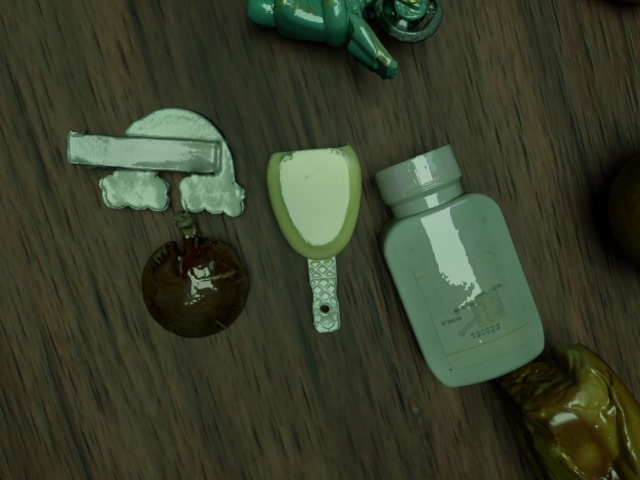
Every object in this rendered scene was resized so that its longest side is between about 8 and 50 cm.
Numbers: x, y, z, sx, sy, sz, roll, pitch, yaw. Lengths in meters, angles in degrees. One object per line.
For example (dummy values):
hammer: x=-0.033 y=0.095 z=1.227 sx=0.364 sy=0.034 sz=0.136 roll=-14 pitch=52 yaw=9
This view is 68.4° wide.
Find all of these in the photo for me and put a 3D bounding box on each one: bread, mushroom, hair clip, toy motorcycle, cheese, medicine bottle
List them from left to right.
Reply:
hair clip: x=-0.206 y=-0.106 z=0.614 sx=0.220 sy=0.054 sz=0.140 roll=2 pitch=88 yaw=-7
mushroom: x=-0.163 y=0.046 z=0.610 sx=0.135 sy=0.080 sz=0.170 roll=-13 pitch=97 yaw=-14
cheese: x=0.000 y=0.000 z=0.634 sx=0.127 sy=0.054 sz=0.251 roll=-6 pitch=94 yaw=-1
toy motorcycle: x=0.006 y=-0.326 z=0.585 sx=0.296 sy=0.109 sz=0.198 roll=39 pitch=84 yaw=5
medicine bottle: x=0.170 y=0.030 z=0.622 sx=0.161 sy=0.111 sz=0.296 roll=-23 pitch=96 yaw=2
bread: x=0.365 y=0.292 z=0.613 sx=0.149 sy=0.195 sz=0.344 roll=-28 pitch=97 yaw=2

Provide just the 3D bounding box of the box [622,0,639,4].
box: x=0.412 y=-0.412 z=0.628 sx=0.200 sy=0.088 sz=0.146 roll=32 pitch=91 yaw=-5

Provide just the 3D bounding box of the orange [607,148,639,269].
orange: x=0.494 y=-0.034 z=0.591 sx=0.236 sy=0.236 sz=0.236 roll=0 pitch=93 yaw=-5
